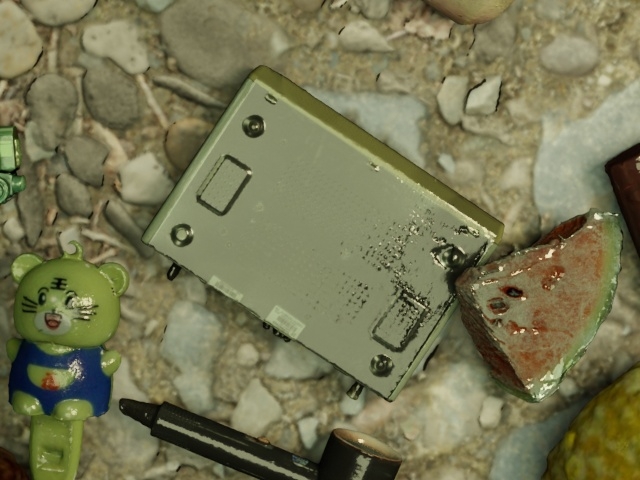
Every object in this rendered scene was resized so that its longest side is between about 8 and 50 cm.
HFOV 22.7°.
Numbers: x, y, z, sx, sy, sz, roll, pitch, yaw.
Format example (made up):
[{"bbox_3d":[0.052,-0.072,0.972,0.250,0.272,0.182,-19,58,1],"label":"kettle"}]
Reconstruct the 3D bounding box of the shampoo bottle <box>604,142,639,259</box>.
[{"bbox_3d":[0.325,0.025,1.420,0.067,0.068,0.236,-31,99,-25],"label":"shampoo bottle"}]

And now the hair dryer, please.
[{"bbox_3d":[-0.067,0.207,1.429,0.255,0.070,0.128,20,96,2],"label":"hair dryer"}]

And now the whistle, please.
[{"bbox_3d":[-0.227,0.112,1.390,0.105,0.085,0.227,8,96,5],"label":"whistle"}]

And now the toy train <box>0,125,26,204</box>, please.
[{"bbox_3d":[-0.331,-0.062,1.389,0.148,0.038,0.071,-4,94,-2],"label":"toy train"}]

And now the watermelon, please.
[{"bbox_3d":[0.179,0.042,1.400,0.139,0.071,0.187,19,101,-26],"label":"watermelon"}]

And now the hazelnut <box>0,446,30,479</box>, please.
[{"bbox_3d":[-0.328,0.241,1.354,0.178,0.178,0.204,-41,98,2],"label":"hazelnut"}]

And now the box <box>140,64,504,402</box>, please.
[{"bbox_3d":[0.000,0.000,1.409,0.270,0.045,0.211,35,92,-6],"label":"box"}]

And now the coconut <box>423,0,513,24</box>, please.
[{"bbox_3d":[0.117,-0.246,1.363,0.124,0.110,0.110,38,93,-9],"label":"coconut"}]

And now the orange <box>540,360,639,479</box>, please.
[{"bbox_3d":[0.375,0.254,1.369,0.369,0.210,0.271,26,103,-5],"label":"orange"}]
